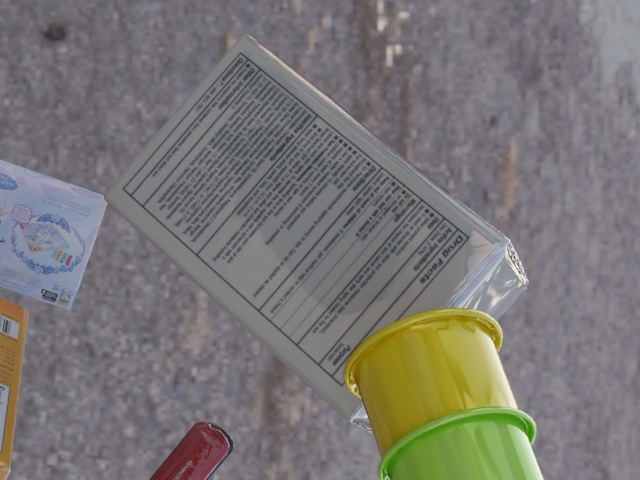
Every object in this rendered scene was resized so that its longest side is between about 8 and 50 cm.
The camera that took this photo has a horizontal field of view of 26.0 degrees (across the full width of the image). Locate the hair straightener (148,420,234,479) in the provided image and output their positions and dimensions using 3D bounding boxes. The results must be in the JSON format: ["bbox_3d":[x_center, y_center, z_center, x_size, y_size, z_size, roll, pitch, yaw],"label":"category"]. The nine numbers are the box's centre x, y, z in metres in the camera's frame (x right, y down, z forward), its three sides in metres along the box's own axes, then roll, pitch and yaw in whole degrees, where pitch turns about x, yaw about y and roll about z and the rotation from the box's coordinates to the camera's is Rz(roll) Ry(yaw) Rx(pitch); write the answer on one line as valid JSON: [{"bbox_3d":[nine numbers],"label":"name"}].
[{"bbox_3d":[-0.156,0.265,1.275,0.230,0.047,0.089,-56,173,-2],"label":"hair straightener"}]

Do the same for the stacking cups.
[{"bbox_3d":[0.093,0.191,0.706,0.096,0.096,0.316,53,18,-56],"label":"stacking cups"}]

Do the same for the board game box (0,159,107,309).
[{"bbox_3d":[-0.211,-0.005,1.015,0.020,0.090,0.090,-88,-161,-68],"label":"board game box"}]

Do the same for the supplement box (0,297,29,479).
[{"bbox_3d":[-0.221,0.097,0.799,0.078,0.080,0.233,-60,-165,13],"label":"supplement box"}]

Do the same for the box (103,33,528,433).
[{"bbox_3d":[0.000,0.000,0.922,0.148,0.232,0.127,-49,160,-1],"label":"box"}]
